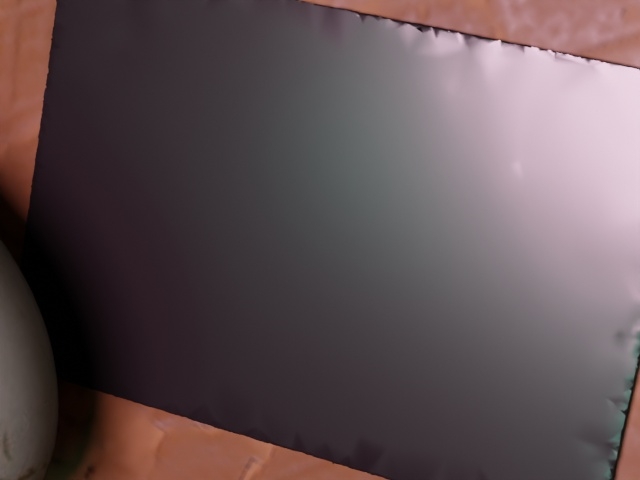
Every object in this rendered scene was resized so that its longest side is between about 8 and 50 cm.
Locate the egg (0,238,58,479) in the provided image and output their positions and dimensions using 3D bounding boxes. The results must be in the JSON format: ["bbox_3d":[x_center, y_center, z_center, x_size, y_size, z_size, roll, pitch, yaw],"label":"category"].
[{"bbox_3d":[-0.199,0.032,0.599,0.231,0.168,0.168,36,110,11],"label":"egg"}]

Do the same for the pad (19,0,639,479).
[{"bbox_3d":[0.000,0.000,0.600,0.245,0.006,0.170,14,103,19],"label":"pad"}]
